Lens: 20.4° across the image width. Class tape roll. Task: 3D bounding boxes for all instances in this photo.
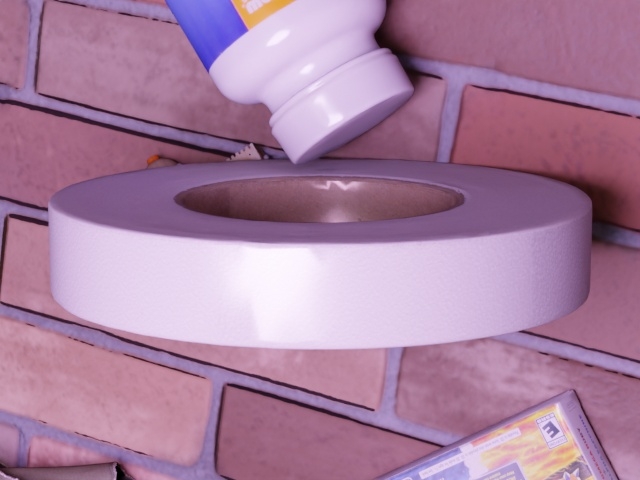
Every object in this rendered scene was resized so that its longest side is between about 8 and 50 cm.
[{"bbox_3d":[0.000,0.000,1.271,0.392,0.392,0.072,4,101,25],"label":"tape roll"}]

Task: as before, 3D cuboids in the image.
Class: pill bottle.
[{"bbox_3d":[-0.043,-0.202,1.385,0.152,0.152,0.272,-34,83,27],"label":"pill bottle"}]

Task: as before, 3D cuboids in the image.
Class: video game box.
[{"bbox_3d":[0.154,0.245,1.432,0.205,0.048,0.187,-29,89,27],"label":"video game box"}]

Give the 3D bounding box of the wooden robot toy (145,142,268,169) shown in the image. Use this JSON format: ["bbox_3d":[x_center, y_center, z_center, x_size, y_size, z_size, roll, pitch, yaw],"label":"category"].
[{"bbox_3d":[-0.125,-0.043,1.503,0.173,0.076,0.079,-36,72,26],"label":"wooden robot toy"}]

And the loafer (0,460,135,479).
[{"bbox_3d":[-0.201,0.237,1.589,0.251,0.094,0.087,19,83,12],"label":"loafer"}]
